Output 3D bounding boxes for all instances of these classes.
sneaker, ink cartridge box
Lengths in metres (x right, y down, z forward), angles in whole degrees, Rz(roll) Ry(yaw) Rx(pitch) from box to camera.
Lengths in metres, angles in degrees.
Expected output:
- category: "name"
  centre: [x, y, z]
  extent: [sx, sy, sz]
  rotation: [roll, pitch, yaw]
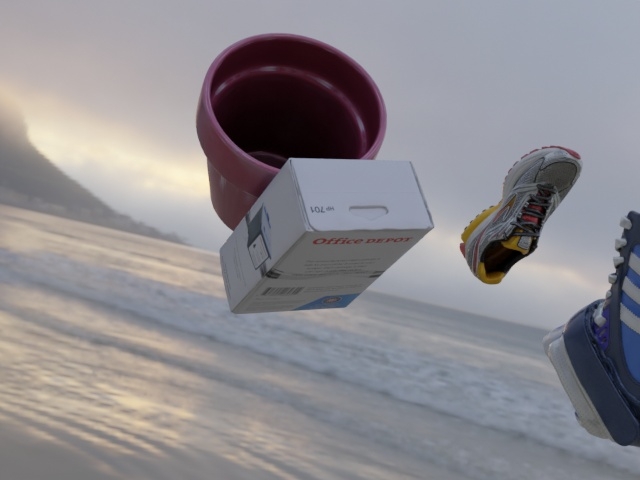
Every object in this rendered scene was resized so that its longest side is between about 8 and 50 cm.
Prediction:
- category: "sneaker"
  centre: [0.278, -0.029, 1.222]
  extent: [0.088, 0.225, 0.092]
  rotation: [19, 33, -20]
- category: "ink cartridge box"
  centre: [0.000, 0.000, 0.903]
  extent: [0.140, 0.082, 0.190]
  rotation: [-1, -28, -29]
- category: "sneaker"
  centre: [0.318, 0.059, 0.960]
  extent: [0.130, 0.322, 0.236]
  rotation: [-7, -4, -41]

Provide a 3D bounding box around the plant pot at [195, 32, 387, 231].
- category: "plant pot"
  centre: [-0.046, -0.098, 1.013]
  extent: [0.201, 0.201, 0.180]
  rotation: [13, -35, -9]
